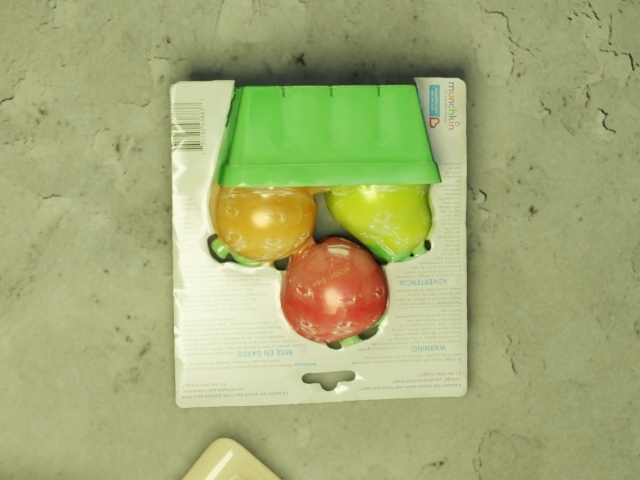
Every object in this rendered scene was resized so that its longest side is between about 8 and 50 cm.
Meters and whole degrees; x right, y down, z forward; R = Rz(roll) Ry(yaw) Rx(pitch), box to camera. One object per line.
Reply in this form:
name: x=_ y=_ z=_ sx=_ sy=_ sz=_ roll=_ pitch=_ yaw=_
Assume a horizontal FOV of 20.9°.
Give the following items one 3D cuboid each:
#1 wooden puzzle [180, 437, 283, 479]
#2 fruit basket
wooden puzzle: x=-0.085 y=0.363 z=1.848 sx=0.238 sy=0.044 sz=0.221 roll=42 pitch=80 yaw=-20
fruit basket: x=0.000 y=0.000 z=1.881 sx=0.327 sy=0.165 sz=0.353 roll=-2 pitch=102 yaw=-10
